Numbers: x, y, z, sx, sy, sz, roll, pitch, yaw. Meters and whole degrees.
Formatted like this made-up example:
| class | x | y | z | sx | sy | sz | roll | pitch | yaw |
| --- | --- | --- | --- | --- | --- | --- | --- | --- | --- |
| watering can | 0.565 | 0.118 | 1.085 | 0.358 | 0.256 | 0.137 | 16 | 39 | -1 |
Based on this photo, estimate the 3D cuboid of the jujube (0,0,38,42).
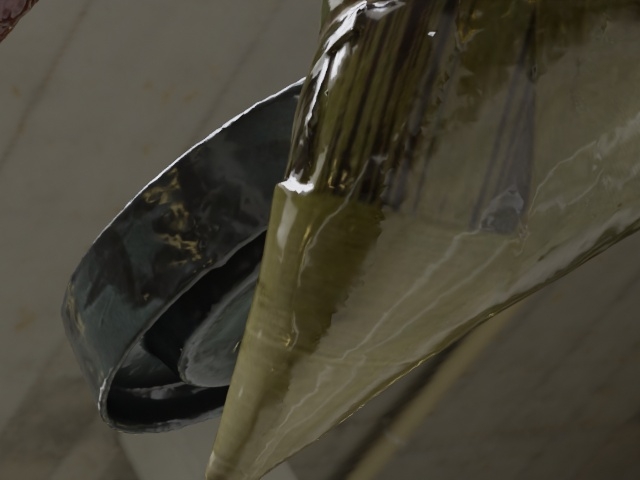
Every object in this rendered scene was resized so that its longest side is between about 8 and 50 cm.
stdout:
| class | x | y | z | sx | sy | sz | roll | pitch | yaw |
| --- | --- | --- | --- | --- | --- | --- | --- | --- | --- |
| jujube | -0.357 | -0.267 | 1.276 | 0.377 | 0.276 | 0.276 | -50 | -24 | -22 |

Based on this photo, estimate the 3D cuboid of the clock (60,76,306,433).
| class | x | y | z | sx | sy | sz | roll | pitch | yaw |
| --- | --- | --- | --- | --- | --- | --- | --- | --- | --- |
| clock | 0.000 | 0.001 | 0.872 | 0.319 | 0.066 | 0.319 | -29 | -19 | -11 |

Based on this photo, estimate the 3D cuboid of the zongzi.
| class | x | y | z | sx | sy | sz | roll | pitch | yaw |
| --- | --- | --- | --- | --- | --- | --- | --- | --- | --- |
| zongzi | 0.119 | -0.020 | 0.549 | 0.145 | 0.274 | 0.300 | 62 | -138 | -70 |
